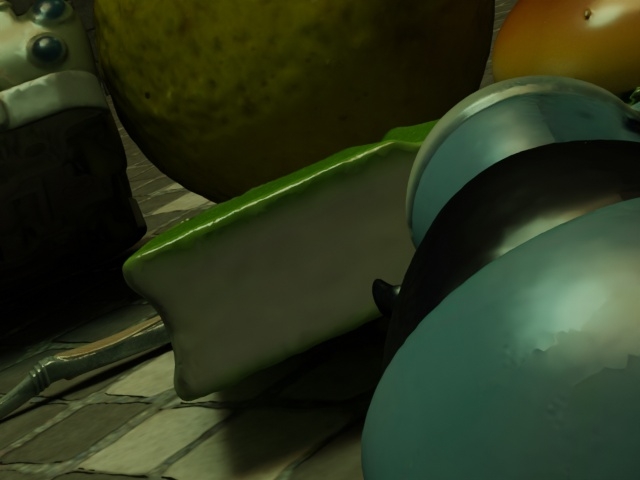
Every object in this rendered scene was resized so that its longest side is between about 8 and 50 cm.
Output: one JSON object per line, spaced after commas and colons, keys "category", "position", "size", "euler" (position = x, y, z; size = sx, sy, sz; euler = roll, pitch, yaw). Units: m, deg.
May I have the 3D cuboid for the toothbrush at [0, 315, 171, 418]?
{"category": "toothbrush", "position": [-0.147, 0.078, 0.882], "size": [0.375, 0.037, 0.028], "euler": [-21, 17, -18]}

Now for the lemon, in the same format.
{"category": "lemon", "position": [-0.013, -0.193, 1.092], "size": [0.350, 0.349, 0.387], "euler": [-31, 14, -39]}

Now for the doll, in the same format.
{"category": "doll", "position": [0.098, 0.034, 0.449], "size": [0.177, 0.141, 0.314], "euler": [-32, 23, 15]}

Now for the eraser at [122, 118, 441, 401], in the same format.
{"category": "eraser", "position": [0.000, 0.000, 0.751], "size": [0.210, 0.092, 0.274], "euler": [-24, 3, 0]}

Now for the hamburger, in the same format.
{"category": "hamburger", "position": [0.230, -0.134, 0.901], "size": [0.246, 0.170, 0.246], "euler": [-17, 16, 5]}

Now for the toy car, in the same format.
{"category": "toy car", "position": [-0.303, -0.087, 1.106], "size": [0.242, 0.226, 0.336], "euler": [-22, -16, -11]}
